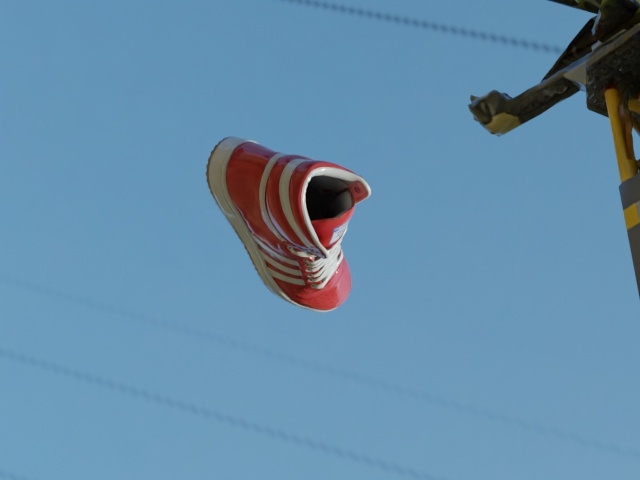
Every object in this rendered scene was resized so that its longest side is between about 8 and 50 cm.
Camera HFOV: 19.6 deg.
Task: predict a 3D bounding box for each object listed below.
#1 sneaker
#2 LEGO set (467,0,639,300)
[{"bbox_3d":[0.000,0.000,0.853,0.067,0.042,0.118,14,-27,38],"label":"sneaker"},{"bbox_3d":[0.234,-0.060,0.607,0.331,0.192,0.255,13,-35,-28],"label":"LEGO set"}]
